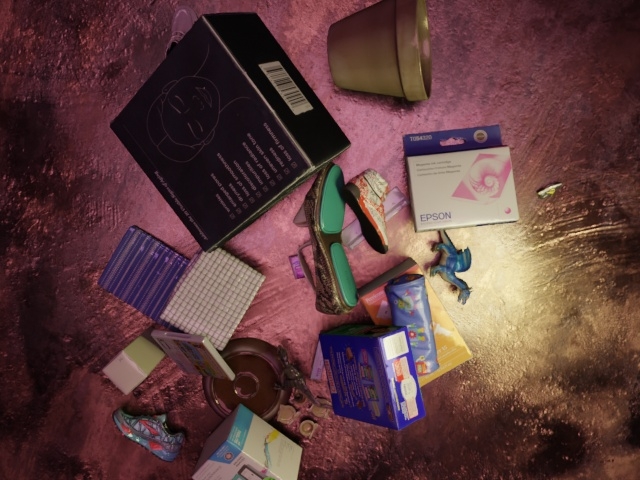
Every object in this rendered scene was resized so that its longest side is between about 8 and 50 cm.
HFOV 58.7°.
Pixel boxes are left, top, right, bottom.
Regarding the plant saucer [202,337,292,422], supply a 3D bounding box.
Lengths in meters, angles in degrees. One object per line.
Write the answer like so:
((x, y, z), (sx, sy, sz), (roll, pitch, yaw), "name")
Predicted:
((-0.250, 0.485, 1.919), (0.310, 0.050, 0.311), (0, 96, 1), "plant saucer")

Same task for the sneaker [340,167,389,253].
((0.183, -0.098, 1.826), (0.145, 0.090, 0.270), (-42, 112, -26), "sneaker")

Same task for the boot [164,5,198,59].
((-0.435, -0.617, 1.786), (0.095, 0.123, 0.259), (0, 95, 1), "boot")

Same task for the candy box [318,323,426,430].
((0.144, 0.395, 1.698), (0.122, 0.317, 0.268), (-12, 91, -34), "candy box")

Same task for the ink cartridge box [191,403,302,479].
((-0.229, 0.717, 1.837), (0.270, 0.197, 0.198), (38, 107, -8), "ink cartridge box")

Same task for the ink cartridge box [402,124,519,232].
((0.440, -0.203, 1.802), (0.323, 0.071, 0.330), (-7, 83, 1), "ink cartridge box")

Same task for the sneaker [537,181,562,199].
((0.750, -0.163, 1.857), (0.083, 0.031, 0.035), (-24, 108, 7), "sneaker")

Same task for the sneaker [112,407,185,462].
((-0.575, 0.629, 1.926), (0.261, 0.104, 0.125), (36, 77, -6), "sneaker")

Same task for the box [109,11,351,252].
((-0.259, -0.304, 1.638), (0.471, 0.297, 0.480), (-34, 94, 32), "box")

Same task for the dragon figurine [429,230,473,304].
((0.437, 0.061, 1.846), (0.143, 0.085, 0.289), (7, 83, 0), "dragon figurine")

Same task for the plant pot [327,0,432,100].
((0.177, -0.575, 1.712), (0.280, 0.323, 0.324), (-1, 95, 17), "plant pot")

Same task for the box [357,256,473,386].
((0.297, 0.260, 1.829), (0.215, 0.168, 0.345), (-32, 93, 4), "box")

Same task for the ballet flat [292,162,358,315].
((0.000, 0.000, 1.813), (0.182, 0.164, 0.483), (-10, 84, 32), "ballet flat")

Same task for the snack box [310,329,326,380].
((0.000, 0.378, 1.878), (0.037, 0.100, 0.141), (12, 95, 0), "snack box")

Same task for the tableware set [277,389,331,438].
((-0.055, 0.579, 1.923), (0.168, 0.020, 0.141), (31, 91, -12), "tableware set")

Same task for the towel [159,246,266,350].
((-0.344, 0.176, 1.813), (0.235, 0.121, 0.284), (30, 75, -6), "towel")

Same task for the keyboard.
((0.174, -0.072, 1.882), (0.256, 0.014, 0.072), (-39, 88, 3), "keyboard")

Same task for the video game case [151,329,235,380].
((-0.404, 0.366, 1.816), (0.206, 0.026, 0.227), (3, 138, 26), "video game case")

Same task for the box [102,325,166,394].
((-0.572, 0.372, 1.799), (0.094, 0.275, 0.113), (-42, 93, 6), "box")

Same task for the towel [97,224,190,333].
((-0.547, 0.132, 1.904), (0.336, 0.040, 0.243), (32, 96, 0), "towel")

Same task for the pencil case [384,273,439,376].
((0.267, 0.252, 1.685), (0.133, 0.119, 0.306), (-8, 96, 16), "pencil case")

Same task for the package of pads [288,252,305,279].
((-0.072, 0.085, 1.888), (0.050, 0.032, 0.083), (-17, 95, 5), "package of pads")

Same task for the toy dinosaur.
((-0.080, 0.471, 1.848), (0.268, 0.064, 0.118), (48, 125, 7), "toy dinosaur")
